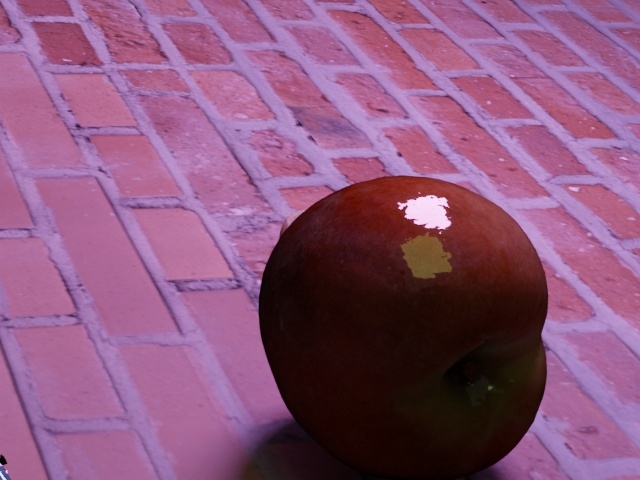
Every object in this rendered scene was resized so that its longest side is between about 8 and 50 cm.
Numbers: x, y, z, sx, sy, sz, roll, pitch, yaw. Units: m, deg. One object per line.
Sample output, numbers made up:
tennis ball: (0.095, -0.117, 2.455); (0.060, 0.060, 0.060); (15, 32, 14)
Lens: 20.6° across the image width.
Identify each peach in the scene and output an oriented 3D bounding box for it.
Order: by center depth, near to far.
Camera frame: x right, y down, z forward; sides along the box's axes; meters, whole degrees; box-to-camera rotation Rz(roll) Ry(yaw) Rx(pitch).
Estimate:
peach: (0.064, 0.069, 1.426); (0.252, 0.252, 0.252); (7, 26, -4)

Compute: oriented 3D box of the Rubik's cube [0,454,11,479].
Rubik's cube: (-0.276, 0.227, 1.030); (0.213, 0.224, 0.265); (-15, 39, -29)

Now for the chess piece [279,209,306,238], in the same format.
chess piece: (0.000, 0.000, 1.779); (0.084, 0.038, 0.083); (6, 27, -3)
